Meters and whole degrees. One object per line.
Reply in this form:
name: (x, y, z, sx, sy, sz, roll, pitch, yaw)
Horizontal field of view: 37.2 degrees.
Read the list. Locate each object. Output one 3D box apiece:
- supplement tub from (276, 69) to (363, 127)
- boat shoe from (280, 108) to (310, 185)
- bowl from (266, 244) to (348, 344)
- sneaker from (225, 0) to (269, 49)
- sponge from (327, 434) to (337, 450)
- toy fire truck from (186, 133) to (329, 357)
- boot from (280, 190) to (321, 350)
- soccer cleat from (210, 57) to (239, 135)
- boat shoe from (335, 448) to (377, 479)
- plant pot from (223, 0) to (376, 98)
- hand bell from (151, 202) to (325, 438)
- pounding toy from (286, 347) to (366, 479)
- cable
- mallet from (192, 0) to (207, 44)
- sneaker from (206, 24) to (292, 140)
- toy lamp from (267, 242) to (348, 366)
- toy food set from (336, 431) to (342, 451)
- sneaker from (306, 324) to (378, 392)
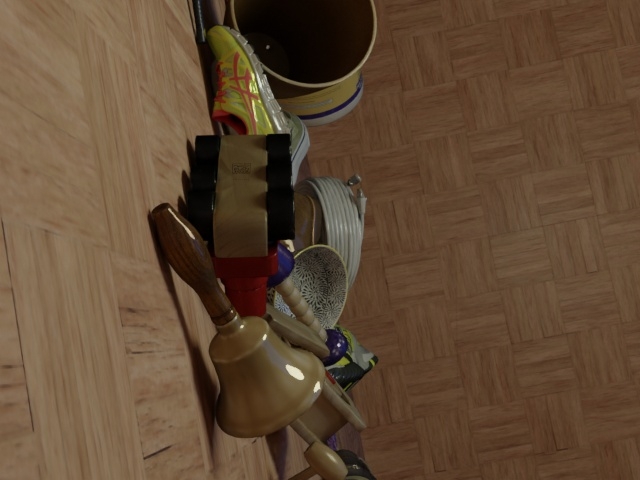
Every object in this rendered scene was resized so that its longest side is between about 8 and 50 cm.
supplement tub: (-0.041, -0.447, 2.136, 0.331, 0.241, 0.241, 76, 5, -46)
boat shoe: (-0.082, -0.188, 1.792, 0.302, 0.109, 0.094, -90, 167, -59)
bowl: (-0.040, 0.083, 1.574, 0.080, 0.170, 0.170, 15, -53, 43)
sneaker: (-0.112, -0.473, 1.858, 0.090, 0.145, 0.270, 72, 7, -61)
sponge: (-0.004, 0.331, 1.998, 0.117, 0.031, 0.210, -97, 173, -61)
toy fire truck: (-0.070, 0.015, 1.152, 0.217, 0.158, 0.246, -97, -174, -58)
boot: (-0.060, 0.048, 1.724, 0.115, 0.112, 0.305, 23, 55, -49)
soccer cleat: (-0.129, -0.200, 1.486, 0.076, 0.068, 0.196, 19, -41, 53)
boat shoe: (0.091, 0.554, 2.003, 0.355, 0.132, 0.130, 77, 4, -48)
plant pot: (-0.067, -0.330, 1.560, 0.254, 0.237, 0.237, 159, -79, -67)
hand bell: (-0.098, 0.065, 0.935, 0.126, 0.126, 0.242, -95, 162, -60)
pounding toy: (-0.041, 0.251, 1.364, 0.154, 0.155, 0.269, 50, -1, -9)
cable: (0.000, 0.000, 1.895, 0.257, 0.089, 0.257, 174, -83, -66)
mallet: (-0.184, -0.379, 1.358, 0.062, 0.039, 0.189, 11, 71, -86)
sneaker: (-0.124, -0.215, 1.381, 0.208, 0.094, 0.081, 63, -14, 4)
toy lamp: (-0.043, 0.091, 1.459, 0.080, 0.080, 0.274, -97, 160, -49)
toy food set: (0.029, 0.486, 2.160, 0.122, 0.019, 0.078, -66, 145, -71)
sneaker: (-0.002, 0.238, 1.784, 0.147, 0.145, 0.385, 45, 6, 7)
